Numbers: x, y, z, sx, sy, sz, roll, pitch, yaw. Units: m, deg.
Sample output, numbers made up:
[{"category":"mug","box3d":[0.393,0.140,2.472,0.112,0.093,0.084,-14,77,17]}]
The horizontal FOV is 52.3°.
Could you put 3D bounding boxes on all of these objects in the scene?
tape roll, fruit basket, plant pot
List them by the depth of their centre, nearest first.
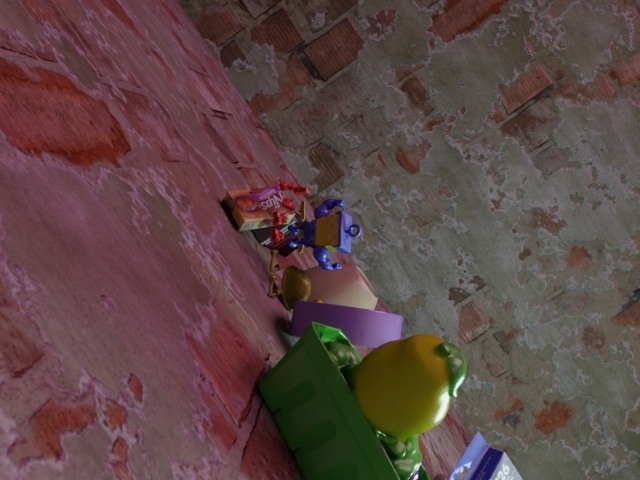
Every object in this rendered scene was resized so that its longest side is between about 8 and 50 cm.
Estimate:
[{"category":"fruit basket","box3d":[0.113,0.300,1.212,0.392,0.392,0.283,59,8,19]},{"category":"tape roll","box3d":[0.064,0.214,1.623,0.275,0.275,0.090,34,64,-70]},{"category":"plant pot","box3d":[0.068,0.181,2.070,0.284,0.191,0.284,54,8,-11]}]

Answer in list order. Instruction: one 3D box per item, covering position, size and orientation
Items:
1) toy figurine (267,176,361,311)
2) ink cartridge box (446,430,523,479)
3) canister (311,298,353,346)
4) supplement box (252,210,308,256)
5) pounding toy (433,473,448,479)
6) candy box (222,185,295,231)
[{"category":"toy figurine","box3d":[0.000,0.000,1.757,0.191,0.217,0.362,42,48,-61]},{"category":"ink cartridge box","box3d":[0.499,0.794,1.953,0.072,0.303,0.307,-12,-63,52]},{"category":"canister","box3d":[0.018,0.259,1.878,0.170,0.073,0.126,54,7,-5]},{"category":"supplement box","box3d":[-0.112,-0.029,2.048,0.073,0.130,0.239,58,7,18]},{"category":"pounding toy","box3d":[0.477,0.849,2.084,0.237,0.110,0.183,40,-29,-30]},{"category":"candy box","box3d":[-0.175,-0.092,1.859,0.187,0.053,0.109,-11,62,-41]}]
